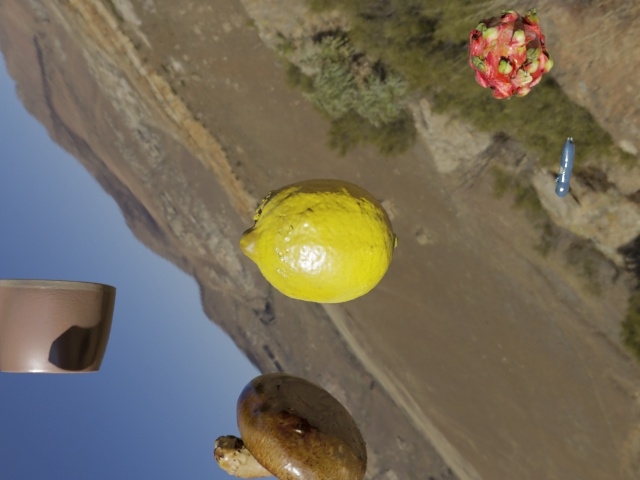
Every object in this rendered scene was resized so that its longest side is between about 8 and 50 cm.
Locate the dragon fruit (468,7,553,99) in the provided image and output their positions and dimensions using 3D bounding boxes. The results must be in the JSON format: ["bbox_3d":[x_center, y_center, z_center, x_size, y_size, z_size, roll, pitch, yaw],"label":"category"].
[{"bbox_3d":[0.368,-0.356,1.405,0.167,0.160,0.172,-57,40,36],"label":"dragon fruit"}]

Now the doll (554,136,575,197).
[{"bbox_3d":[0.503,-0.150,1.508,0.027,0.037,0.125,17,109,40],"label":"doll"}]

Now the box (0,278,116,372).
[{"bbox_3d":[-0.637,0.207,1.755,0.301,0.300,0.216,96,175,-80],"label":"box"}]

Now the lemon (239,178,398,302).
[{"bbox_3d":[0.000,0.000,1.447,0.245,0.319,0.246,-178,90,-76],"label":"lemon"}]

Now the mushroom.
[{"bbox_3d":[-0.042,0.431,1.632,0.345,0.239,0.345,24,-144,-19],"label":"mushroom"}]
